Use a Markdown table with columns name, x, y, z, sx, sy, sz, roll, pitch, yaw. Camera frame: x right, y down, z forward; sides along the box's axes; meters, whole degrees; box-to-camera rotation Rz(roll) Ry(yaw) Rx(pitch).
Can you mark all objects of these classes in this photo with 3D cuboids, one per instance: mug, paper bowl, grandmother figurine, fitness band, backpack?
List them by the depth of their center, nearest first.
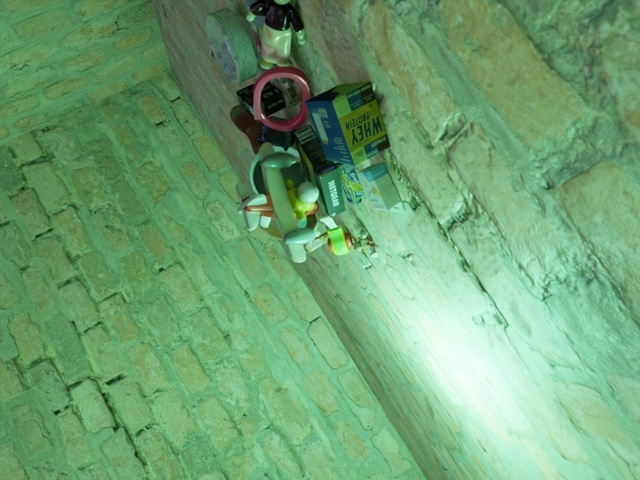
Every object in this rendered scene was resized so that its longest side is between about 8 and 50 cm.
| name | x | y | z | sx | sy | sz | roll | pitch | yaw |
| --- | --- | --- | --- | --- | --- | --- | --- | --- | --- |
| grandmother figurine | -0.141 | -0.709 | 1.463 | 0.342 | 0.207 | 0.104 | 114 | 166 | -62 |
| fitness band | -0.144 | -0.519 | 1.667 | 0.291 | 0.208 | 0.054 | 103 | 164 | -59 |
| paper bowl | -0.351 | -0.817 | 1.880 | 0.284 | 0.148 | 0.284 | 54 | 164 | 23 |
| backpack | -0.175 | -0.476 | 1.971 | 0.173 | 0.158 | 0.117 | -59 | -16 | -63 |
| mug | -0.218 | -0.242 | 2.158 | 0.275 | 0.375 | 0.328 | 18 | 176 | -8 |

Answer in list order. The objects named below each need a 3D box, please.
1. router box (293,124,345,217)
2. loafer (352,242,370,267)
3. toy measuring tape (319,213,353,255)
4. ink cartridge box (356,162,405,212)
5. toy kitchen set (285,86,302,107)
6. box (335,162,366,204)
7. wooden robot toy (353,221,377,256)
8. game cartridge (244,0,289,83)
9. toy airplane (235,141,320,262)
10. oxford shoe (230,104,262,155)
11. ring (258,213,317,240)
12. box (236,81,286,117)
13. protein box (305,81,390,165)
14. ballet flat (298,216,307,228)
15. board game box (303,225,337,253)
| name | x | y | z | sx | sy | sz | roll | pitch | yaw |
| --- | --- | --- | --- | --- | --- | --- | --- | --- | --- |
| router box | 0.000 | -0.267 | 1.794 | 0.243 | 0.080 | 0.309 | 61 | 175 | 28 |
| loafer | 0.186 | 0.062 | 2.036 | 0.125 | 0.039 | 0.045 | 65 | -163 | 4 |
| toy measuring tape | 0.071 | -0.009 | 2.010 | 0.121 | 0.121 | 0.330 | 52 | -177 | 26 |
| ink cartridge box | 0.202 | -0.160 | 1.503 | 0.182 | 0.061 | 0.104 | 63 | 165 | -13 |
| toy kitchen set | -0.113 | -0.562 | 1.746 | 0.075 | 0.068 | 0.083 | 61 | 165 | -4 |
| box | 0.111 | -0.221 | 1.696 | 0.059 | 0.054 | 0.169 | 31 | 147 | 62 |
| wooden robot toy | 0.174 | 0.012 | 1.887 | 0.173 | 0.079 | 0.076 | 63 | 165 | -14 |
| game cartridge | -0.194 | -0.750 | 1.693 | 0.196 | 0.060 | 0.294 | 44 | 159 | 35 |
| toy airplane | -0.140 | -0.159 | 1.776 | 0.386 | 0.272 | 0.385 | 50 | -146 | -29 |
| oxford shoe | -0.305 | -0.543 | 2.368 | 0.397 | 0.140 | 0.146 | 56 | -164 | -3 |
| ring | -0.177 | -0.114 | 2.316 | 0.337 | 0.336 | 0.032 | 52 | 140 | 26 |
| box | -0.260 | -0.616 | 1.968 | 0.180 | 0.147 | 0.078 | 48 | 161 | 40 |
| protein box | 0.081 | -0.357 | 1.380 | 0.199 | 0.135 | 0.201 | 31 | 148 | 60 |
| ballet flat | -0.121 | -0.174 | 2.495 | 0.077 | 0.091 | 0.241 | -85 | -25 | -72 |
| board game box | 0.000 | 0.000 | 2.203 | 0.045 | 0.193 | 0.146 | 60 | 164 | -2 |
